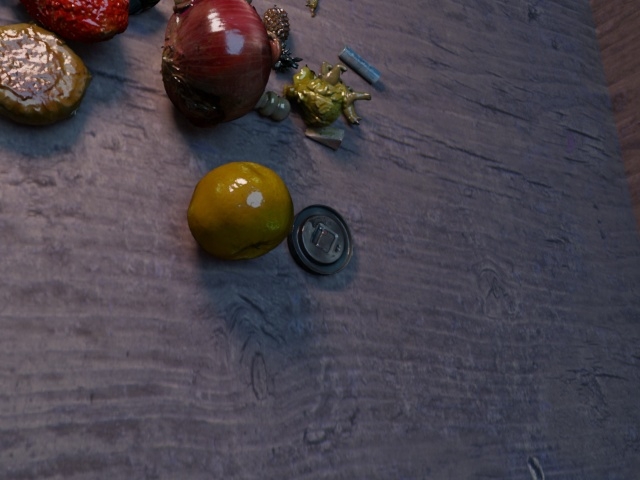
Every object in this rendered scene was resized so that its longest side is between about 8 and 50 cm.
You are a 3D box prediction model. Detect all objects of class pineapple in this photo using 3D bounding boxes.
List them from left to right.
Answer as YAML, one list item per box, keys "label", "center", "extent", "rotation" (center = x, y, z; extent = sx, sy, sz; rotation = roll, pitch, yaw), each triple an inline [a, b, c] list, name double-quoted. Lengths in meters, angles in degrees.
- label: "pineapple"
  center: [-0.124, -0.630, 1.906]
  extent: [0.103, 0.083, 0.221]
  rotation: [-3, 79, -33]

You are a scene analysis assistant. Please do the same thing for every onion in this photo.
- label: "onion"
  center: [-0.281, -0.475, 1.607]
  extent: [0.353, 0.353, 0.354]
  rotation: [10, 70, -30]

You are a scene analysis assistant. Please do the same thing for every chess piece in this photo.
- label: "chess piece"
  center: [-0.163, -0.412, 1.810]
  extent: [0.170, 0.094, 0.094]
  rotation: [18, 66, -31]

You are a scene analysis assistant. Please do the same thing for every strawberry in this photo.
- label: "strawberry"
  center: [-0.584, -0.596, 1.494]
  extent: [0.257, 0.257, 0.277]
  rotation: [-30, 79, -36]

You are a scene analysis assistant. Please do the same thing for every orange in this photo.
- label: "orange"
  center: [-0.205, -0.076, 1.567]
  extent: [0.279, 0.279, 0.235]
  rotation: [-7, 65, -34]

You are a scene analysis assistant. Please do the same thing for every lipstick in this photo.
- label: "lipstick"
  center: [0.133, -0.598, 2.085]
  extent: [0.158, 0.048, 0.048]
  rotation: [34, 60, -20]

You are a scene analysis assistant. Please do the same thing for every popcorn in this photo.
- label: "popcorn"
  center: [-0.018, -0.439, 1.869]
  extent: [0.173, 0.168, 0.195]
  rotation: [-45, 91, 3]

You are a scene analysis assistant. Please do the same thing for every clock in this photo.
- label: "clock"
  center: [0.000, 0.000, 1.815]
  extent: [0.215, 0.042, 0.215]
  rotation: [11, 69, -30]

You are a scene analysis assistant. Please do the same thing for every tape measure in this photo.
- label: "tape measure"
  center: [-0.487, -0.667, 1.652]
  extent: [0.125, 0.146, 0.081]
  rotation: [-35, 98, -52]

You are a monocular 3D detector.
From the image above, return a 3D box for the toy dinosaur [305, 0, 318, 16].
- label: "toy dinosaur"
  center: [-0.024, -0.805, 2.059]
  extent: [0.041, 0.026, 0.113]
  rotation: [17, 75, -35]

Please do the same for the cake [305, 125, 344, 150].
- label: "cake"
  center: [0.014, -0.334, 1.922]
  extent: [0.121, 0.065, 0.052]
  rotation: [21, 62, -19]

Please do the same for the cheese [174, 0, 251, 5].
- label: "cheese"
  center: [-0.300, -0.686, 1.749]
  extent: [0.218, 0.235, 0.117]
  rotation: [18, 80, -69]

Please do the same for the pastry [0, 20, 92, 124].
- label: "pastry"
  center: [-0.686, -0.385, 1.446]
  extent: [0.257, 0.121, 0.236]
  rotation: [42, 61, -18]

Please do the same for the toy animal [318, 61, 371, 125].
- label: "toy animal"
  center: [0.070, -0.478, 1.991]
  extent: [0.219, 0.103, 0.101]
  rotation: [46, 75, -15]
